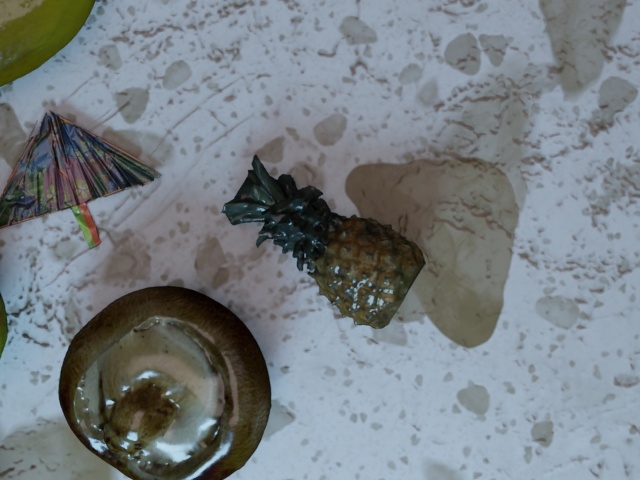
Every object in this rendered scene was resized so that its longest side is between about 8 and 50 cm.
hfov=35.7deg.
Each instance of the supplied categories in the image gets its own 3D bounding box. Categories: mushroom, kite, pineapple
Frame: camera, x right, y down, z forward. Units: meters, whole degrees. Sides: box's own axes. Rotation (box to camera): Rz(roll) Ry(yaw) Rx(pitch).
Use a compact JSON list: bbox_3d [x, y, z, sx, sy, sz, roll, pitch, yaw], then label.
[{"bbox_3d":[-0.182,0.176,1.180,0.253,0.153,0.253,0,91,4],"label":"mushroom"},{"bbox_3d":[-0.326,-0.073,1.257,0.241,0.014,0.183,-22,92,1],"label":"kite"},{"bbox_3d":[0.000,0.000,1.197,0.248,0.128,0.128,34,90,6],"label":"pineapple"}]

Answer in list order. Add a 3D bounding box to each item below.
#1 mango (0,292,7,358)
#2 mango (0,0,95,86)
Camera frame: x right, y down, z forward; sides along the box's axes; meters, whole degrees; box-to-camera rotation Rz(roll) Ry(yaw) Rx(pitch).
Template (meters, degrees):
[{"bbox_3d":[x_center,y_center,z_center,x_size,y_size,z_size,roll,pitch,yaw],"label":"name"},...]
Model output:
[{"bbox_3d":[-0.546,0.074,1.174,0.382,0.201,0.225,16,82,15],"label":"mango"},{"bbox_3d":[-0.424,-0.273,1.200,0.332,0.142,0.195,-9,94,-1],"label":"mango"}]
